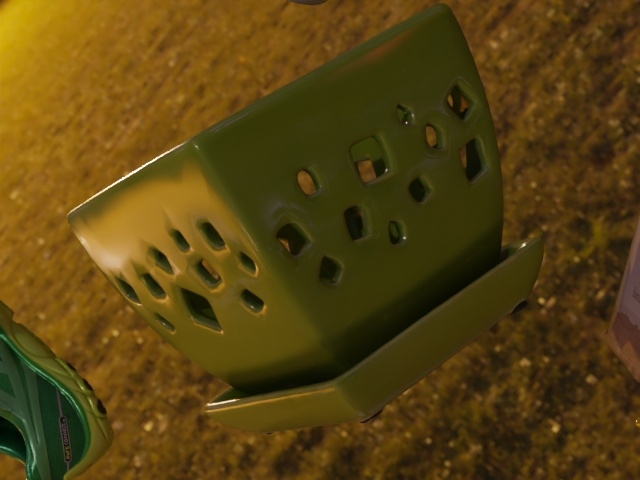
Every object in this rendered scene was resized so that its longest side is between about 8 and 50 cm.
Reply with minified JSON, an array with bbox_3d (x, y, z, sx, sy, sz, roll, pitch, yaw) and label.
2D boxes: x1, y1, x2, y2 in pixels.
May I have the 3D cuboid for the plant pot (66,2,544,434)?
[{"bbox_3d":[0.000,0.000,0.879,0.227,0.207,0.228,-32,5,-31],"label":"plant pot"}]

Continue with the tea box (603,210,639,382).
[{"bbox_3d":[0.326,0.013,0.539,0.329,0.323,0.220,-81,4,-81],"label":"tea box"}]

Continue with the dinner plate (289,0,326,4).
[{"bbox_3d":[-0.049,-0.202,0.837,0.017,0.141,0.141,-54,15,25],"label":"dinner plate"}]

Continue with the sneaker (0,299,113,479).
[{"bbox_3d":[-0.326,0.118,1.184,0.123,0.295,0.109,-45,-19,-29],"label":"sneaker"}]

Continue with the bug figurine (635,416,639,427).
[{"bbox_3d":[0.431,0.209,1.230,0.279,0.216,0.072,-40,13,40],"label":"bug figurine"}]
